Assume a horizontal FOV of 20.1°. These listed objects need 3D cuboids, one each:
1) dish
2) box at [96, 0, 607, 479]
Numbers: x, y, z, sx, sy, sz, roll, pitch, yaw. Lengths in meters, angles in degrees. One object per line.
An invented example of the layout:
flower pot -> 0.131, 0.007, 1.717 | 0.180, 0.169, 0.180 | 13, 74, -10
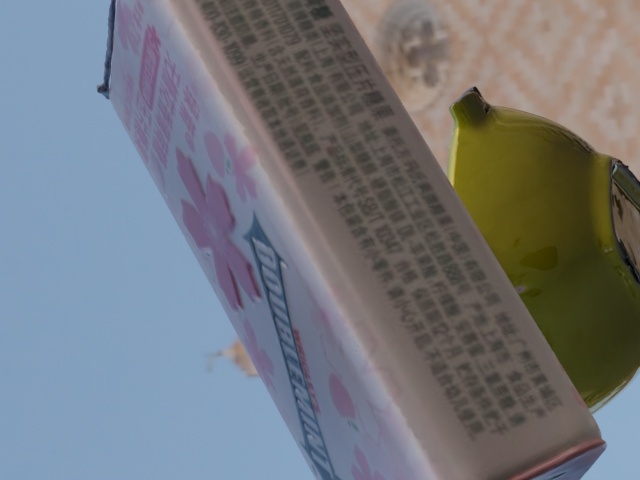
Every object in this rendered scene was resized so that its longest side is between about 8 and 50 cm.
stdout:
dish -> 0.189, 0.006, 1.331 | 0.262, 0.108, 0.221 | 48, -143, -47
box -> 0.000, 0.000, 0.973 | 0.112, 0.190, 0.369 | -23, -112, -21
